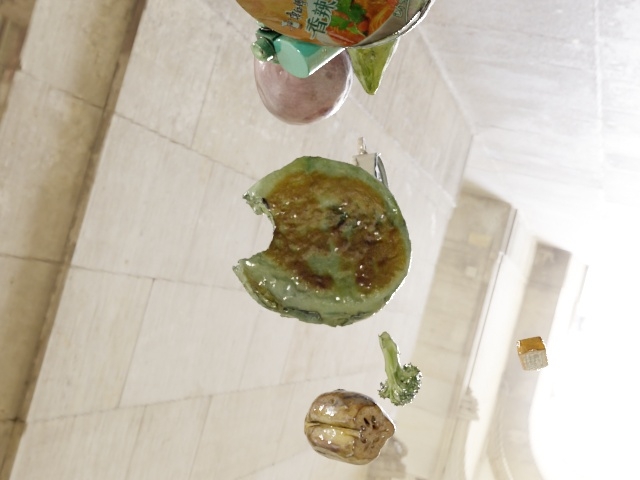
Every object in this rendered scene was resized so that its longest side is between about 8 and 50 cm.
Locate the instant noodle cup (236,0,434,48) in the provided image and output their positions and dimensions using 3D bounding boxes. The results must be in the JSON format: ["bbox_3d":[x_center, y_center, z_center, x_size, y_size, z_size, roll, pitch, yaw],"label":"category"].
[{"bbox_3d":[0.023,-0.440,0.949,0.296,0.214,0.296,9,159,3],"label":"instant noodle cup"}]

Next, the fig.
[{"bbox_3d":[0.107,-0.493,1.666,0.167,0.233,0.167,11,159,4],"label":"fig"}]

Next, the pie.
[{"bbox_3d":[0.008,0.001,1.134,0.303,0.302,0.067,15,163,-8],"label":"pie"}]

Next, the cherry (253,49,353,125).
[{"bbox_3d":[-0.045,-0.360,1.415,0.206,0.239,0.239,-26,156,28],"label":"cherry"}]

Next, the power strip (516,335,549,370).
[{"bbox_3d":[0.390,0.212,1.266,0.049,0.028,0.178,-15,153,14],"label":"power strip"}]

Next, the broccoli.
[{"bbox_3d":[0.184,0.311,1.688,0.118,0.122,0.204,13,132,43],"label":"broccoli"}]

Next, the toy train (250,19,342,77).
[{"bbox_3d":[0.008,-0.361,1.130,0.159,0.248,0.101,33,156,33],"label":"toy train"}]

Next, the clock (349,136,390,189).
[{"bbox_3d":[0.107,-0.110,1.458,0.063,0.229,0.155,-7,170,13],"label":"clock"}]

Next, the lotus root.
[{"bbox_3d":[0.056,0.484,1.813,0.193,0.193,0.291,16,163,-27],"label":"lotus root"}]
